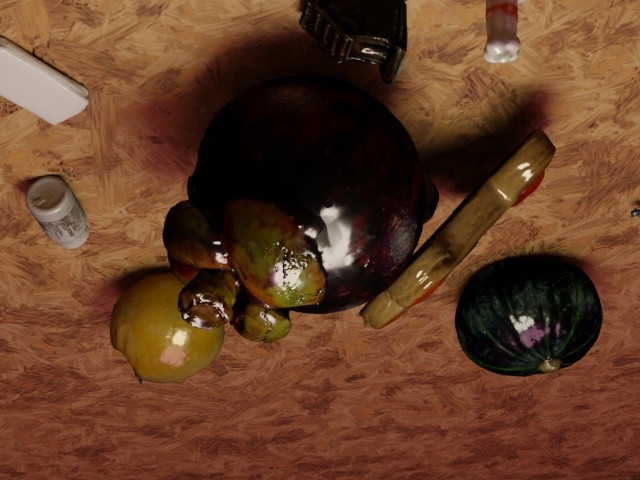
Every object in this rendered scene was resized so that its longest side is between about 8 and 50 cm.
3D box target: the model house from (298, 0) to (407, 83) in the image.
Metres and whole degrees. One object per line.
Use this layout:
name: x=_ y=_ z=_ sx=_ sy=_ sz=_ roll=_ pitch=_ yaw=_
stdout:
model house: x=0.042 y=-0.286 z=1.454 sx=0.152 sy=0.106 sz=0.165 roll=13 pitch=159 yaw=-4

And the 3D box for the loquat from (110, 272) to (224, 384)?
loquat: x=-0.302 y=0.171 z=2.084 sx=0.244 sy=0.243 sz=0.244 roll=-5 pitch=150 yaw=-3

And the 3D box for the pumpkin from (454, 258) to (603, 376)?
pumpkin: x=0.452 y=0.178 z=2.226 sx=0.315 sy=0.238 sz=0.315 roll=-7 pitch=146 yaw=-4

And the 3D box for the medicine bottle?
medicine bottle: x=-0.454 y=-0.045 z=1.804 sx=0.079 sy=0.079 sz=0.140 roll=-8 pitch=151 yaw=3

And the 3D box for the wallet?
wallet: x=-0.431 y=-0.232 z=1.530 sx=0.095 sy=0.033 sz=0.190 roll=-24 pitch=145 yaw=31

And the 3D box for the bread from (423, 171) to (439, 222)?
bread: x=0.164 y=-0.077 z=1.852 sx=0.110 sy=0.103 sz=0.156 roll=10 pitch=153 yaw=-17

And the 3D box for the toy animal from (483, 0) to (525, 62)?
toy animal: x=0.207 y=-0.345 z=1.190 sx=0.141 sy=0.282 sz=0.138 roll=-30 pitch=128 yaw=30

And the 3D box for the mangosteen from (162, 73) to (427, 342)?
mangosteen: x=-0.037 y=-0.039 z=1.571 sx=0.381 sy=0.381 sz=0.421 roll=30 pitch=96 yaw=-46

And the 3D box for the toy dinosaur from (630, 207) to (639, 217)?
toy dinosaur: x=0.667 y=-0.041 z=2.067 sx=0.154 sy=0.055 sz=0.049 roll=15 pitch=148 yaw=-37

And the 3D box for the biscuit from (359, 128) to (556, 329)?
biscuit: x=0.243 y=-0.015 z=1.732 sx=0.394 sy=0.076 sz=0.368 roll=-45 pitch=178 yaw=-20
